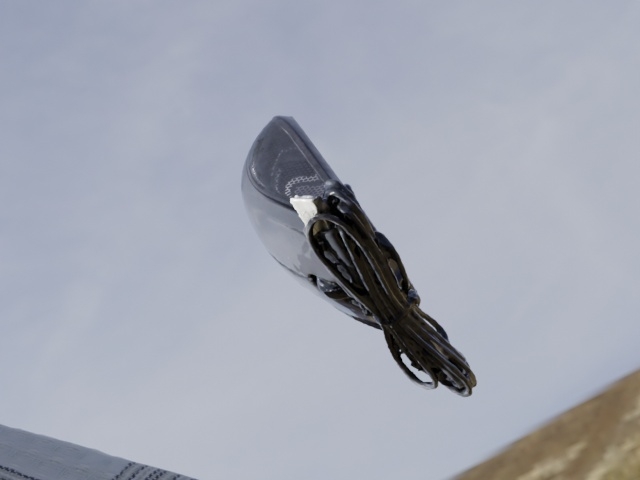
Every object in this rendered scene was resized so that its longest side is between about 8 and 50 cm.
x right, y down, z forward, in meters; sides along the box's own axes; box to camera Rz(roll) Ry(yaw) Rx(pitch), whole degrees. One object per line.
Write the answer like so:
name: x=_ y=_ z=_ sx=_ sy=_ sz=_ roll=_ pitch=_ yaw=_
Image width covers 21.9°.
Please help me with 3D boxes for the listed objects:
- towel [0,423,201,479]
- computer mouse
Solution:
towel: x=-0.169 y=0.204 z=0.849 sx=0.312 sy=0.324 sz=0.056 roll=-44 pitch=-35 yaw=-55
computer mouse: x=0.000 y=0.000 z=1.150 sx=0.072 sy=0.272 sz=0.188 roll=-35 pitch=-60 yaw=0
